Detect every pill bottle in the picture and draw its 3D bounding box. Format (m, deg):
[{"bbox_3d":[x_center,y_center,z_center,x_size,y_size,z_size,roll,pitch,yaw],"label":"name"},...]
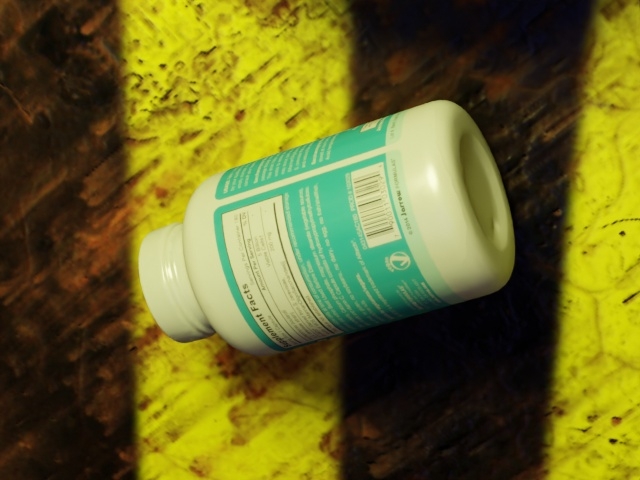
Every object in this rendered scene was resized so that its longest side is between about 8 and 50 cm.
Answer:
[{"bbox_3d":[0.000,0.000,1.156,0.264,0.146,0.146,-16,110,21],"label":"pill bottle"}]
